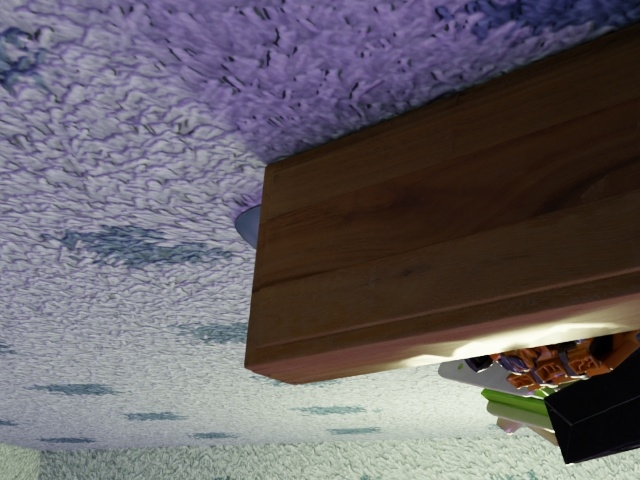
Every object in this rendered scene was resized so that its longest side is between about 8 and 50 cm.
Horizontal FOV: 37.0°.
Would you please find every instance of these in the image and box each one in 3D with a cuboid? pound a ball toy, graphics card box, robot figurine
[{"bbox_3d":[0.339,0.223,1.513,0.208,0.135,0.319,38,166,-16],"label":"pound a ball toy"},{"bbox_3d":[0.477,0.162,1.108,0.371,0.094,0.233,-6,160,-23],"label":"graphics card box"},{"bbox_3d":[0.249,0.024,0.832,0.085,0.291,0.211,49,150,-4],"label":"robot figurine"}]

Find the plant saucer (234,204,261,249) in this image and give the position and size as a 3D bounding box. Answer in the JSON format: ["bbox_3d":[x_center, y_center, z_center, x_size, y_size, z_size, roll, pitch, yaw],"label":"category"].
[{"bbox_3d":[0.000,0.000,1.084,0.195,0.037,0.195,0,163,0],"label":"plant saucer"}]

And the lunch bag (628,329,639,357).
[{"bbox_3d":[0.440,0.070,1.132,0.293,0.138,0.221,11,150,-40],"label":"lunch bag"}]

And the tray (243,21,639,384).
[{"bbox_3d":[0.109,-0.014,0.765,0.411,0.202,0.076,-16,150,40],"label":"tray"}]
